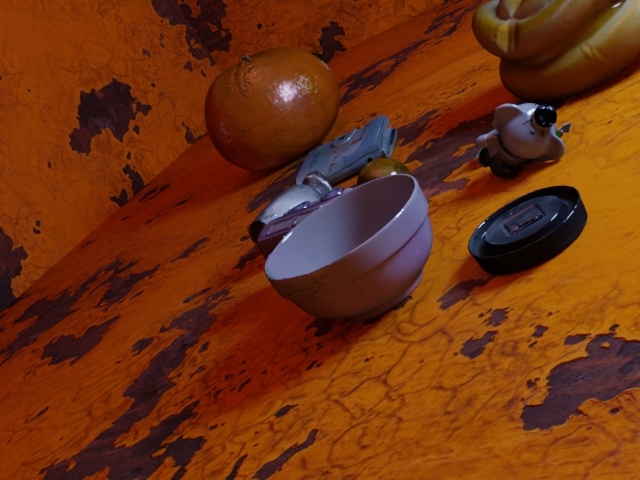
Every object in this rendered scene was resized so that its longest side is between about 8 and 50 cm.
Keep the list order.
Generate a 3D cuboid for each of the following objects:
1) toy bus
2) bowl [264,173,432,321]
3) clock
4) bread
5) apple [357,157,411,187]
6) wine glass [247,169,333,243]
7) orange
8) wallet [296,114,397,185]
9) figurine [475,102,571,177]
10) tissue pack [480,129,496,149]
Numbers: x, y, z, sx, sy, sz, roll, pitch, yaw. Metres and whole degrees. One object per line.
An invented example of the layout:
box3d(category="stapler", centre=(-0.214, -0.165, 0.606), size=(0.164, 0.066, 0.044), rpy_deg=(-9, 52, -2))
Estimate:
box3d(category="toy bus", centre=(0.000, 0.000, 1.786), size=(0.203, 0.142, 0.142), rpy_deg=(-18, 17, 43))
box3d(category="bowl", centre=(0.064, 0.030, 1.567), size=(0.287, 0.143, 0.287), rpy_deg=(-29, 19, 10))
box3d(category="clock", centre=(0.310, -0.015, 1.435), size=(0.185, 0.040, 0.184), rpy_deg=(-29, 18, 10))
box3d(category="bread", centre=(0.517, -0.459, 1.957), size=(0.329, 0.245, 0.424), rpy_deg=(-40, 14, -26))
box3d(category="apple", centre=(0.132, -0.119, 1.951), size=(0.102, 0.099, 0.114), rpy_deg=(-40, 15, -30))
box3d(category="wine glass", centre=(-0.058, -0.057, 2.088), size=(0.111, 0.111, 0.204), rpy_deg=(-12, 24, 49))
box3d(category="orange", centre=(-0.152, -0.401, 2.858), size=(0.424, 0.326, 0.424), rpy_deg=(-30, 19, 11))
box3d(category="wallet", centre=(0.064, -0.204, 2.362), size=(0.250, 0.075, 0.176), rpy_deg=(-25, 24, 26))
box3d(category="figurine", centre=(0.353, -0.184, 1.698), size=(0.192, 0.147, 0.126), rpy_deg=(-41, 21, 59))
box3d(category="tissue pack", centre=(0.349, -0.194, 1.864), size=(0.083, 0.042, 0.062), rpy_deg=(-30, 19, 10))
